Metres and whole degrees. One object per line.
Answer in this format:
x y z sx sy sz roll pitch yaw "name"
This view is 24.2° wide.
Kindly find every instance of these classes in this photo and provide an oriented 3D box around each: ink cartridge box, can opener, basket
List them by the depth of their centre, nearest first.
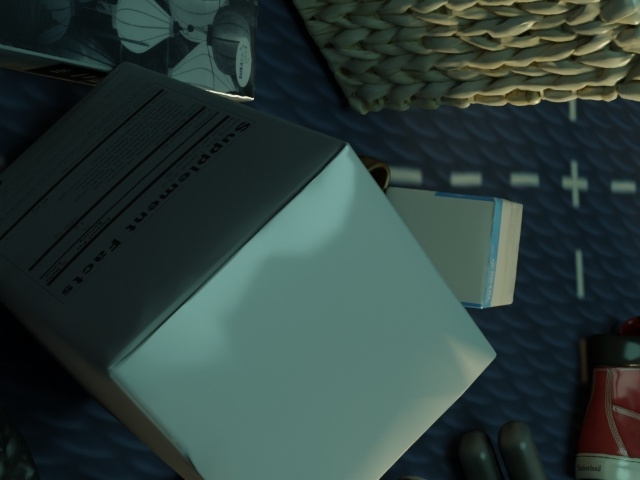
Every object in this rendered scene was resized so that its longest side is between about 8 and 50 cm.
-0.177 -0.194 0.997 0.332 0.065 0.165 5 85 -45 "ink cartridge box"
0.157 -0.299 1.170 0.331 0.328 0.266 -53 128 -34 "basket"
0.112 0.007 1.240 0.143 0.092 0.090 5 91 -72 "ink cartridge box"
0.201 0.286 1.386 0.095 0.076 0.283 -71 143 -67 "can opener"

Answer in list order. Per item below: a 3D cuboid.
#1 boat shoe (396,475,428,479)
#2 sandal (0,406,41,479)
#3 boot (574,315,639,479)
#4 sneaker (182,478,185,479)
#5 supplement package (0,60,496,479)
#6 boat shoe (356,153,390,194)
0.129 0.318 1.276 0.088 0.096 0.267 -53 123 -29 "boat shoe"
-0.240 0.307 0.875 0.167 0.107 0.446 26 70 -43 "sandal"
0.359 0.174 1.533 0.244 0.088 0.176 19 73 -41 "boot"
-0.049 0.224 1.088 0.283 0.107 0.124 8 77 -46 "sneaker"
-0.072 0.030 0.901 0.175 0.293 0.177 -44 122 -13 "supplement package"
0.000 0.000 1.176 0.064 0.060 0.178 49 55 -33 "boat shoe"
